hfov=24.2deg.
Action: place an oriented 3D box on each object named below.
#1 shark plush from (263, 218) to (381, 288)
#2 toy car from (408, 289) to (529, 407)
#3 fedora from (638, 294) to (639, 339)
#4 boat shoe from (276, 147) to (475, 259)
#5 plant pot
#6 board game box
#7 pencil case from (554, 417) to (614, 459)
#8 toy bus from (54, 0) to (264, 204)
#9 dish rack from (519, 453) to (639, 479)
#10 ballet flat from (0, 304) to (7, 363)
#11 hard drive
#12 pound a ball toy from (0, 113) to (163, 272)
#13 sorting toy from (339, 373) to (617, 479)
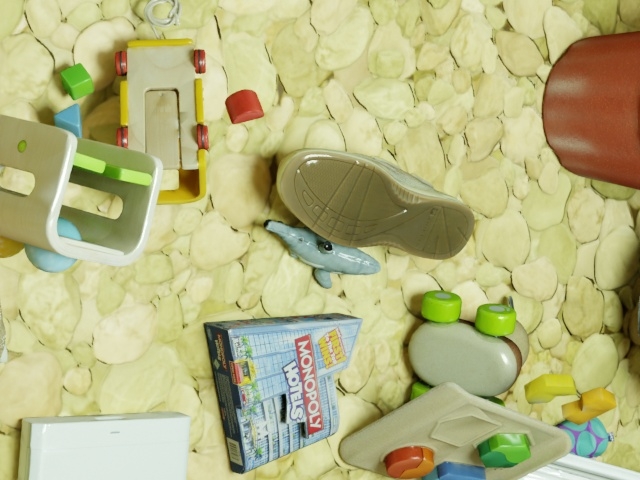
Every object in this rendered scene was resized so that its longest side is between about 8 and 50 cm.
[{"bbox_3d":[0.000,0.000,1.810,0.161,0.067,0.073,39,73,-33],"label":"shark plush"},{"bbox_3d":[0.215,0.138,1.974,0.188,0.149,0.155,-24,123,-60],"label":"toy car"},{"bbox_3d":[0.570,0.092,2.171,0.334,0.152,0.334,-4,103,-17],"label":"fedora"},{"bbox_3d":[0.056,-0.054,1.828,0.302,0.098,0.109,15,109,-38],"label":"boat shoe"},{"bbox_3d":[0.460,-0.174,2.001,0.272,0.265,0.272,-6,100,-36],"label":"plant pot"},{"bbox_3d":[-0.031,0.166,1.815,0.194,0.060,0.194,-19,107,-32],"label":"board game box"},{"bbox_3d":[0.338,0.296,2.101,0.152,0.064,0.070,-18,90,-33],"label":"pencil case"},{"bbox_3d":[-0.174,-0.136,1.640,0.202,0.191,0.104,-44,162,-23],"label":"toy bus"},{"bbox_3d":[0.354,0.444,2.022,0.333,0.072,0.285,16,95,-6],"label":"dish rack"},{"bbox_3d":[-0.368,0.142,1.572,0.067,0.073,0.206,16,89,-63],"label":"ballet flat"},{"bbox_3d":[-0.252,0.352,1.692,0.203,0.040,0.307,2,94,-36],"label":"hard drive"},{"bbox_3d":[-0.341,-0.060,1.428,0.208,0.319,0.135,14,90,-51],"label":"pound a ball toy"},{"bbox_3d":[0.206,0.248,1.874,0.229,0.307,0.041,28,44,-34],"label":"sorting toy"}]
